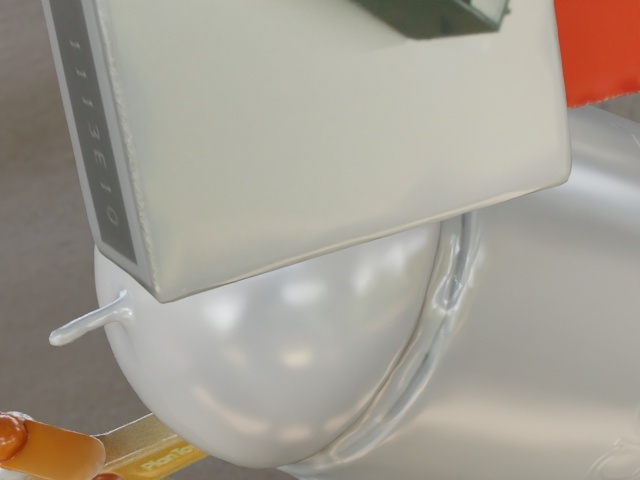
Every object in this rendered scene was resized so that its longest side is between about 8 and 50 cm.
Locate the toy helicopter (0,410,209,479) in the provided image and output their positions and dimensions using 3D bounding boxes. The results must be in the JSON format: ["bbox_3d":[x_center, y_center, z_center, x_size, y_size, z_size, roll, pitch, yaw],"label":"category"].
[{"bbox_3d":[-0.183,0.181,1.489,0.355,0.235,0.140,-28,46,29],"label":"toy helicopter"}]

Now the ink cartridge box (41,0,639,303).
[{"bbox_3d":[0.033,-0.147,0.461,0.239,0.275,0.060,-17,19,-20],"label":"ink cartridge box"}]

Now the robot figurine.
[{"bbox_3d":[0.046,0.015,0.808,0.354,0.299,0.200,14,-12,-35],"label":"robot figurine"}]
